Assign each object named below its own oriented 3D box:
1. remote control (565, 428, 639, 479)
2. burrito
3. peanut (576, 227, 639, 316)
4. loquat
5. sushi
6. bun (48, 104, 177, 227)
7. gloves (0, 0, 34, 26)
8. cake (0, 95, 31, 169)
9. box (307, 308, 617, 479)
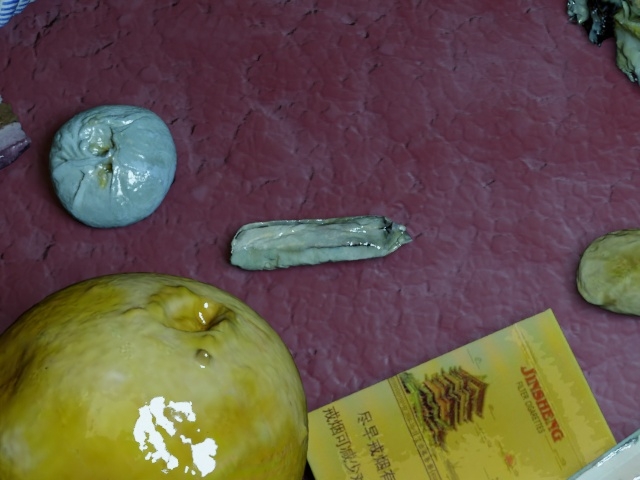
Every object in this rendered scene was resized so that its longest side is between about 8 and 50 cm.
[{"bbox_3d":[0.227,0.263,1.690,0.344,0.145,0.050,-34,59,-4],"label":"remote control"},{"bbox_3d":[0.000,0.001,1.911,0.188,0.045,0.058,-5,47,11],"label":"burrito"},{"bbox_3d":[0.357,0.016,1.808,0.226,0.095,0.108,-16,48,8],"label":"peanut"},{"bbox_3d":[-0.167,0.185,1.712,0.328,0.328,0.328,-4,65,9],"label":"loquat"},{"bbox_3d":[0.337,-0.252,1.927,0.139,0.131,0.291,-22,53,-25],"label":"sushi"},{"bbox_3d":[-0.221,-0.084,1.975,0.141,0.083,0.140,-3,66,7],"label":"bun"},{"bbox_3d":[-0.402,-0.275,2.094,0.229,0.097,0.119,-6,69,14],"label":"gloves"},{"bbox_3d":[-0.451,-0.061,2.021,0.295,0.113,0.116,-34,65,-20],"label":"cake"},{"bbox_3d":[0.131,0.200,1.776,0.274,0.076,0.174,-23,65,0],"label":"box"}]
